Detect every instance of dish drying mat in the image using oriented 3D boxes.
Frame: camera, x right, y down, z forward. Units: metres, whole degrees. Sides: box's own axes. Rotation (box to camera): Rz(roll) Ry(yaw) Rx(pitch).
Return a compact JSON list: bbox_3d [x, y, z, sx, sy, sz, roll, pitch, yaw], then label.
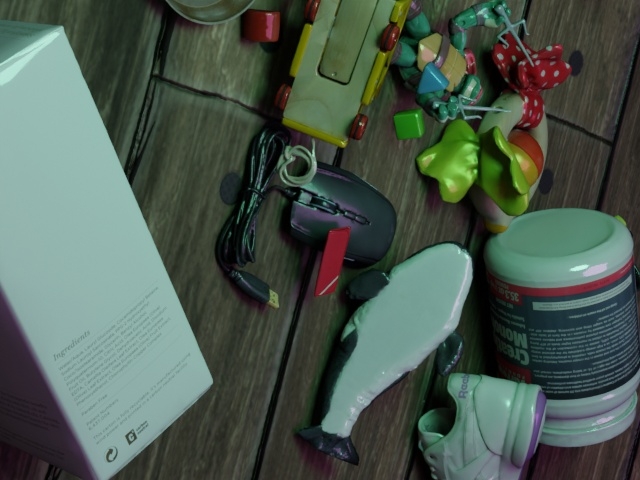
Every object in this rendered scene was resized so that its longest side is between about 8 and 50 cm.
[{"bbox_3d":[0.013,0.024,1.517,0.032,0.008,0.083,-10,126,-37],"label":"dish drying mat"}]

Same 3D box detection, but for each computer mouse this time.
[{"bbox_3d":[0.000,0.000,1.530,0.262,0.060,0.184,33,75,-46],"label":"computer mouse"}]

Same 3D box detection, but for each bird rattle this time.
[{"bbox_3d":[0.230,-0.128,1.734,0.253,0.143,0.207,-63,150,-33],"label":"bird rattle"}]

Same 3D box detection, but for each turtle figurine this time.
[{"bbox_3d":[0.136,-0.209,1.581,0.234,0.118,0.175,32,61,-31],"label":"turtle figurine"}]

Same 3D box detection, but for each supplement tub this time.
[{"bbox_3d":[0.319,0.111,1.805,0.191,0.191,0.272,-30,120,-39],"label":"supplement tub"}]

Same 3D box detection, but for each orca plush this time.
[{"bbox_3d":[0.088,0.128,1.631,0.102,0.151,0.287,12,98,-84],"label":"orca plush"}]

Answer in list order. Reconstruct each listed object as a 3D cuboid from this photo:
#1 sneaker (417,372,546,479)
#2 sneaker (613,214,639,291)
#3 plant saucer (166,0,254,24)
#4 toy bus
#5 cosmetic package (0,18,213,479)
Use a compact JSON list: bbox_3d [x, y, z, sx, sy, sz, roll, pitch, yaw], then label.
[{"bbox_3d":[0.191,0.290,1.792,0.114,0.152,0.305,-62,167,-58],"label":"sneaker"},{"bbox_3d":[0.405,0.076,1.957,0.084,0.097,0.235,-28,120,-39],"label":"sneaker"},{"bbox_3d":[-0.113,-0.297,1.353,0.168,0.029,0.168,-16,112,-45],"label":"plant saucer"},{"bbox_3d":[0.025,-0.184,1.451,0.191,0.202,0.104,65,20,-9],"label":"toy bus"},{"bbox_3d":[-0.256,0.007,1.158,0.155,0.197,0.366,-41,128,-33],"label":"cosmetic package"}]
